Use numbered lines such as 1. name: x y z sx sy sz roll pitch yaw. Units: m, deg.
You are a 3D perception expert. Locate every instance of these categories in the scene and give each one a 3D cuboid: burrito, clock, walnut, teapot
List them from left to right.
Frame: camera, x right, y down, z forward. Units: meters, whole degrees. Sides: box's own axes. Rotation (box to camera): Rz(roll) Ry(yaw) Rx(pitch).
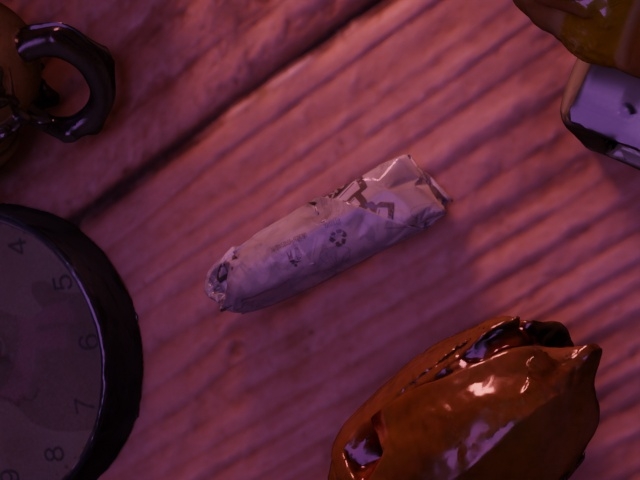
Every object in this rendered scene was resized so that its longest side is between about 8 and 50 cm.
1. teapot: -0.301 -0.112 0.745 0.270 0.173 0.182 -1 127 -2
2. clock: -0.290 0.106 0.791 0.281 0.055 0.280 1 93 18
3. burrito: 0.000 -0.001 0.687 0.203 0.064 0.064 -28 84 16
4. walnut: 0.097 0.143 0.629 0.245 0.137 0.137 -37 81 20

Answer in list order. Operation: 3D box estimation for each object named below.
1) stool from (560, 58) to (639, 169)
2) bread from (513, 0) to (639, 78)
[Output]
1. stool: 0.291 -0.082 0.488 0.270 0.244 0.170 27 101 16
2. bread: 0.160 -0.165 0.347 0.213 0.105 0.213 1 93 16
